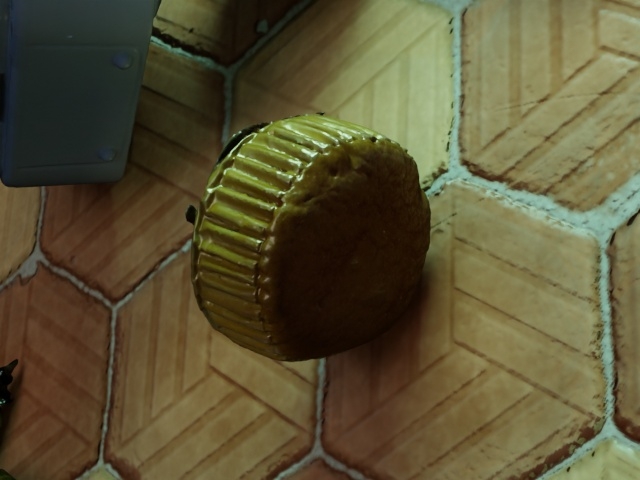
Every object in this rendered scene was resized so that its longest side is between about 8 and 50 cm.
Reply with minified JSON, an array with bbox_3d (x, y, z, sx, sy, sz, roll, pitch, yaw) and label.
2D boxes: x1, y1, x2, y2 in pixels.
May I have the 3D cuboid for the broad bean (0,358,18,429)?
[{"bbox_3d":[-0.387,0.265,1.325,0.077,0.061,0.339,24,90,31],"label":"broad bean"}]

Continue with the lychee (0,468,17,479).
[{"bbox_3d":[-0.329,0.257,1.244,0.146,0.114,0.114,6,77,15],"label":"lychee"}]

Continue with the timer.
[{"bbox_3d":[-0.237,-0.268,1.239,0.395,0.173,0.395,177,90,-74],"label":"timer"}]

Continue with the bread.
[{"bbox_3d":[0.000,0.001,1.010,0.104,0.199,0.199,20,87,38],"label":"bread"}]
